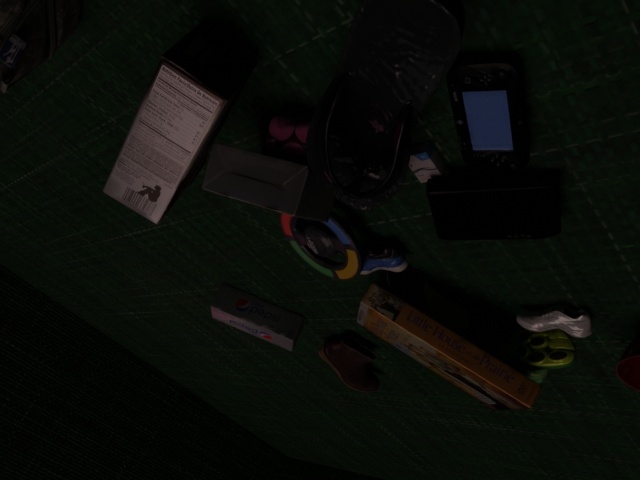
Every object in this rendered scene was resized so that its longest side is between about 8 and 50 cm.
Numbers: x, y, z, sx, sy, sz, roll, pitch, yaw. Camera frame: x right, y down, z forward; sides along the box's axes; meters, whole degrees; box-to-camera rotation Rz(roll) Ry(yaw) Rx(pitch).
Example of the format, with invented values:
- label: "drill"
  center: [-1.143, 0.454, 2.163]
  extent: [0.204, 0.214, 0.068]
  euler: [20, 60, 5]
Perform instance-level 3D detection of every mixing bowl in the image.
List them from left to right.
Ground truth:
- label: "mixing bowl"
  center: [0.679, 0.227, 1.122]
  extent: [0.181, 0.098, 0.181]
  euler: [18, 149, 11]

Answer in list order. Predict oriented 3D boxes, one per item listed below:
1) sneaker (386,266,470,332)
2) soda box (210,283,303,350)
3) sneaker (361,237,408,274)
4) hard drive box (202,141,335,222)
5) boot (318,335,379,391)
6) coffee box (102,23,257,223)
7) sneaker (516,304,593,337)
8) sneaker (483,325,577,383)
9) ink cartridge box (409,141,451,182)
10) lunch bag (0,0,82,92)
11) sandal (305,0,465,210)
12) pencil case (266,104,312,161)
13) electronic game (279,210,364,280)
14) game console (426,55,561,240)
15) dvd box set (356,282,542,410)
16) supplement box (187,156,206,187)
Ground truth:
- label: "sneaker"
  center: [0.241, 0.142, 1.341]
  extent: [0.237, 0.085, 0.086]
  euler: [36, 156, -12]
- label: "soda box"
  center: [-0.200, 0.242, 1.823]
  extent: [0.286, 0.091, 0.098]
  euler: [21, 149, 8]
- label: "sneaker"
  center: [0.114, 0.031, 1.286]
  extent: [0.152, 0.058, 0.085]
  euler: [-1, 138, 44]
- label: "hard drive box"
  center: [-0.083, -0.104, 1.083]
  extent: [0.181, 0.089, 0.232]
  euler: [17, -176, 15]
- label: "boot"
  center: [0.120, 0.393, 1.815]
  extent: [0.248, 0.090, 0.207]
  euler: [36, 151, -10]
- label: "coffee box"
  center: [-0.244, -0.196, 0.996]
  extent: [0.118, 0.168, 0.297]
  euler: [32, 126, -10]
- label: "sneaker"
  center: [0.491, 0.160, 1.218]
  extent: [0.152, 0.054, 0.061]
  euler: [2, 128, 30]
- label: "sneaker"
  center: [0.489, 0.262, 1.328]
  extent: [0.123, 0.109, 0.295]
  euler: [29, 159, -9]
- label: "ink cartridge box"
  center: [0.187, -0.130, 1.006]
  extent: [0.048, 0.028, 0.083]
  euler: [-8, 137, 44]
- label: "lunch bag"
  center: [-0.575, -0.402, 0.931]
  extent: [0.305, 0.256, 0.212]
  euler: [32, 150, -11]
- label: "sandal"
  center: [0.060, -0.156, 0.806]
  extent: [0.167, 0.107, 0.446]
  euler: [19, 151, 3]
- label: "pencil case"
  center: [0.012, -0.177, 1.008]
  extent: [0.209, 0.098, 0.095]
  euler: [13, 103, 22]
- label: "electronic game"
  center: [0.000, 0.000, 1.287]
  extent: [0.229, 0.048, 0.229]
  euler: [31, 149, 22]
- label: "game console"
  center: [0.262, -0.128, 0.913]
  extent: [0.213, 0.044, 0.361]
  euler: [-2, 138, 24]
- label: "dvd box set"
  center: [0.280, 0.262, 1.375]
  extent: [0.420, 0.062, 0.308]
  euler: [32, 167, 10]
- label: "supplement box"
  center: [-0.296, -0.207, 1.201]
  extent: [0.104, 0.081, 0.188]
  euler: [26, 150, -1]
